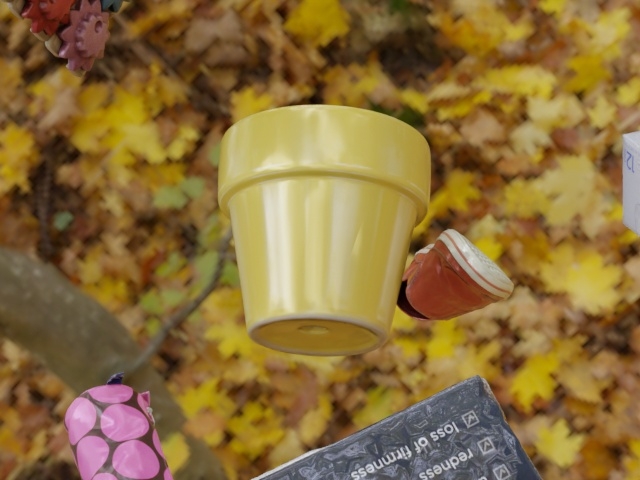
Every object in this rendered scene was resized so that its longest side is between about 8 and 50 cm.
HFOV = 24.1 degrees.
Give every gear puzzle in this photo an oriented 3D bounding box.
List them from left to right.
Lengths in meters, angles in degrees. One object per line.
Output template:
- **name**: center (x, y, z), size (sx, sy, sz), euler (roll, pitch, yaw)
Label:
- **gear puzzle**: center (-0.285, -0.319, 1.576), size (0.044, 0.339, 0.175), euler (16, 74, 27)

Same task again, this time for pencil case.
- **pencil case**: center (-0.201, 0.246, 1.578), size (0.095, 0.098, 0.209), euler (109, 147, -41)

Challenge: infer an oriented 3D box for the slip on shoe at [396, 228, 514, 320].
- **slip on shoe**: center (0.169, 0.059, 1.982), size (0.101, 0.123, 0.331), euler (-48, 4, -10)

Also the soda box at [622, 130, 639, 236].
- **soda box**: center (0.350, -0.007, 1.202), size (0.098, 0.091, 0.286), euler (-13, 28, -14)

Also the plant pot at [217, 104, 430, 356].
- **plant pot**: center (0.000, 0.000, 1.747), size (0.254, 0.254, 0.239), euler (-17, 61, 44)

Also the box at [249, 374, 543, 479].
- **box**: center (0.044, 0.461, 1.396), size (0.480, 0.472, 0.297), euler (-23, -22, -19)
